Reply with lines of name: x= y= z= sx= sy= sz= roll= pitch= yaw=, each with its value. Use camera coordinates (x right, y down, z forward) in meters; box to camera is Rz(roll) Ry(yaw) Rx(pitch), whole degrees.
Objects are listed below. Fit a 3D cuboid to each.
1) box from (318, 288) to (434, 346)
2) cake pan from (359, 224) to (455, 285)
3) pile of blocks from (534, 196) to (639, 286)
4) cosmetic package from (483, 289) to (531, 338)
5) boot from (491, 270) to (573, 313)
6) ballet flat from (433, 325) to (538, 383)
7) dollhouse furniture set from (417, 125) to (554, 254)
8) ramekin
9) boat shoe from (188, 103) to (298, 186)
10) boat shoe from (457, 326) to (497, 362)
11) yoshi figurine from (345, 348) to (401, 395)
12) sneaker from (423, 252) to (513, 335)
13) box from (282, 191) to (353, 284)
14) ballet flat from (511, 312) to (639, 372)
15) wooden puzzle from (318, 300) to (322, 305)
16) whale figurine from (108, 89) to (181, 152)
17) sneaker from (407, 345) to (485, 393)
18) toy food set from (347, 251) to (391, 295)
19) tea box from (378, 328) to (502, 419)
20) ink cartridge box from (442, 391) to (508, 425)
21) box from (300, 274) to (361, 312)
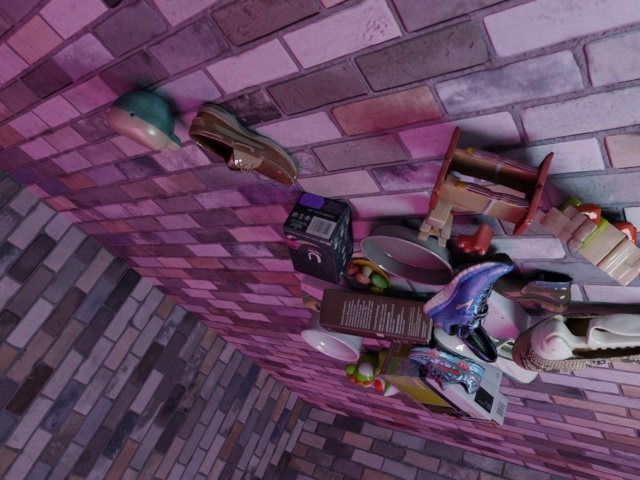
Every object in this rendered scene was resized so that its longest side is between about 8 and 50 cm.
box: x=0.202 y=0.275 z=1.712 sx=0.382 sy=0.143 sz=0.191 roll=8 pitch=164 yaw=17
cake pan: x=0.258 y=0.042 z=1.427 sx=0.293 sy=0.054 sz=0.293 roll=22 pitch=161 yaw=8
pile of blocks: x=0.594 y=-0.017 z=1.042 sx=0.362 sy=0.112 sz=0.149 roll=24 pitch=-158 yaw=-36
cosmetic package: x=0.534 y=0.210 z=1.487 sx=0.231 sy=0.085 sz=0.117 roll=43 pitch=148 yaw=-26
boot: x=0.573 y=0.113 z=1.327 sx=0.219 sy=0.082 sz=0.106 roll=17 pitch=130 yaw=21
ballet flat: x=0.588 y=0.361 z=1.675 sx=0.400 sy=0.139 sz=0.139 roll=26 pitch=152 yaw=-7
dollhouse furniture set: x=0.356 y=-0.086 z=1.116 sx=0.201 sy=0.152 sz=0.374 roll=20 pitch=168 yaw=11
ramekin: x=0.065 y=0.414 z=2.162 sx=0.277 sy=0.135 sz=0.277 roll=20 pitch=151 yaw=12
boat shoe: x=-0.213 y=-0.234 z=1.329 sx=0.324 sy=0.116 sz=0.123 roll=31 pitch=152 yaw=-9
boat shoe: x=0.489 y=0.281 z=1.573 sx=0.258 sy=0.109 sz=0.089 roll=45 pitch=177 yaw=6
yoshi figurine: x=0.300 y=0.618 z=2.302 sx=0.362 sy=0.203 sz=0.203 roll=3 pitch=169 yaw=30
sneaker: x=0.430 y=0.157 z=1.347 sx=0.147 sy=0.130 sz=0.330 roll=55 pitch=141 yaw=22
box: x=0.000 y=0.000 z=1.516 sx=0.165 sy=0.143 sz=0.270 roll=18 pitch=151 yaw=18
ballet flat: x=0.720 y=0.251 z=1.277 sx=0.483 sy=0.164 sz=0.182 roll=-15 pitch=145 yaw=38
wooden puzzle: x=0.022 y=0.257 z=1.954 sx=0.049 sy=0.006 sz=0.083 roll=40 pitch=149 yaw=-23
whale figurine: x=-0.491 y=-0.339 z=1.408 sx=0.216 sy=0.141 sz=0.272 roll=26 pitch=176 yaw=1
sneaker: x=0.413 y=0.439 z=1.636 sx=0.262 sy=0.125 sz=0.104 roll=16 pitch=162 yaw=17
toy food set: x=0.154 y=0.130 z=1.680 sx=0.128 sy=0.071 sz=0.218 roll=-4 pitch=139 yaw=43
tea box: x=0.473 y=0.520 z=1.911 sx=0.329 sy=0.220 sz=0.324 roll=42 pitch=147 yaw=-26
ink cartridge box: x=0.622 y=0.698 z=2.181 sx=0.272 sy=0.130 sz=0.309 roll=38 pitch=150 yaw=-19
box: x=0.077 y=0.256 z=1.971 sx=0.322 sy=0.058 sz=0.232 roll=21 pitch=151 yaw=14
